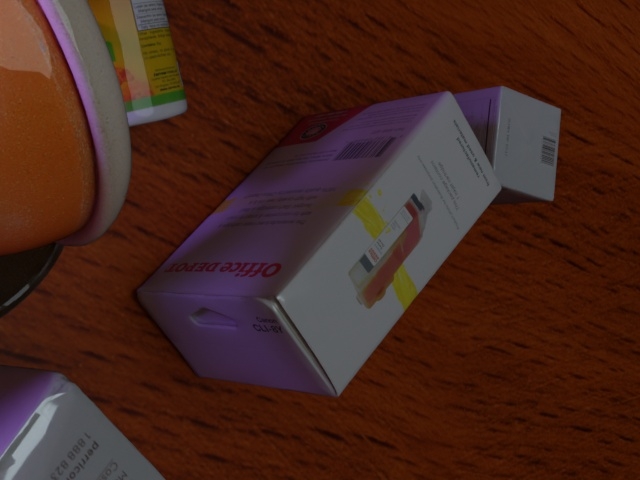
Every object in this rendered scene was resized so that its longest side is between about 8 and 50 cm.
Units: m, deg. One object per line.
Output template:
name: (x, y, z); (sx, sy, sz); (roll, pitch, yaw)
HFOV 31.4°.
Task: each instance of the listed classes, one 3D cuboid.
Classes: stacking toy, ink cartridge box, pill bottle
stacking toy: (-0.409, -0.056, 0.808); (0.480, 0.351, 0.350); (-34, 111, -31)
ink cartridge box: (0.000, 0.000, 1.423); (0.384, 0.279, 0.160); (-48, 119, -31)
pill bottle: (-0.245, -0.251, 1.307); (0.136, 0.136, 0.245); (-20, 101, -41)

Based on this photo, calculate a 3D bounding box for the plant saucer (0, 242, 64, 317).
plant saucer: (-0.360, -0.018, 1.154); (0.311, 0.050, 0.310); (-35, 143, -32)

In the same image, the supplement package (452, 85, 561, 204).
supplement package: (0.201, -0.127, 1.629); (0.134, 0.244, 0.139); (13, 81, -40)

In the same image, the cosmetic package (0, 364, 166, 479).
cosmetic package: (-0.329, 0.331, 1.035); (0.327, 0.394, 0.329); (53, 56, -28)
